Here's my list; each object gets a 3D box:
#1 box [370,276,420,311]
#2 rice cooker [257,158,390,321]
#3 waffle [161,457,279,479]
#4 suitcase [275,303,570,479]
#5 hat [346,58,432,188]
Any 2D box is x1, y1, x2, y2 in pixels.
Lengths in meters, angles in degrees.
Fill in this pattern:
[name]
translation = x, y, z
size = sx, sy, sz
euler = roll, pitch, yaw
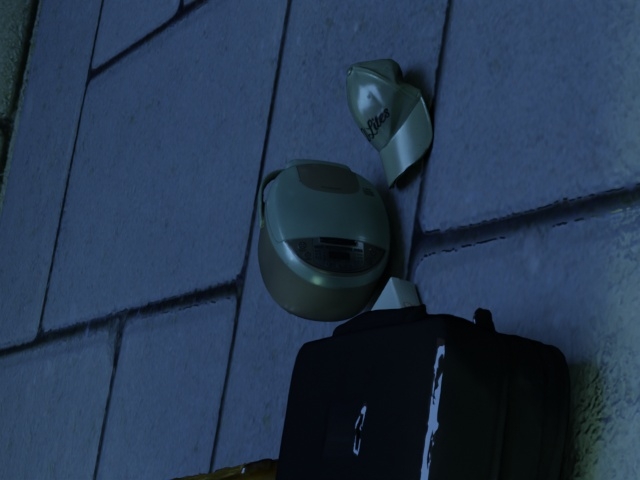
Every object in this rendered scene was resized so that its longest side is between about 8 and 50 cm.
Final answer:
[box]
translation = 0.047, 0.172, 1.957
size = 0.245, 0.035, 0.139
euler = -62, 26, 30
[rice cooker]
translation = 0.000, 0.000, 2.034
size = 0.206, 0.145, 0.127
euler = -104, 25, -54
[waffle]
translation = -0.206, 0.318, 2.158
size = 0.348, 0.304, 0.077
euler = -22, 79, 63
[suitcase]
translation = 0.076, 0.225, 1.658
size = 0.345, 0.188, 0.339
euler = 161, 119, -66
[hat]
translation = 0.067, -0.134, 2.051
size = 0.122, 0.081, 0.166
euler = 132, 135, -53
